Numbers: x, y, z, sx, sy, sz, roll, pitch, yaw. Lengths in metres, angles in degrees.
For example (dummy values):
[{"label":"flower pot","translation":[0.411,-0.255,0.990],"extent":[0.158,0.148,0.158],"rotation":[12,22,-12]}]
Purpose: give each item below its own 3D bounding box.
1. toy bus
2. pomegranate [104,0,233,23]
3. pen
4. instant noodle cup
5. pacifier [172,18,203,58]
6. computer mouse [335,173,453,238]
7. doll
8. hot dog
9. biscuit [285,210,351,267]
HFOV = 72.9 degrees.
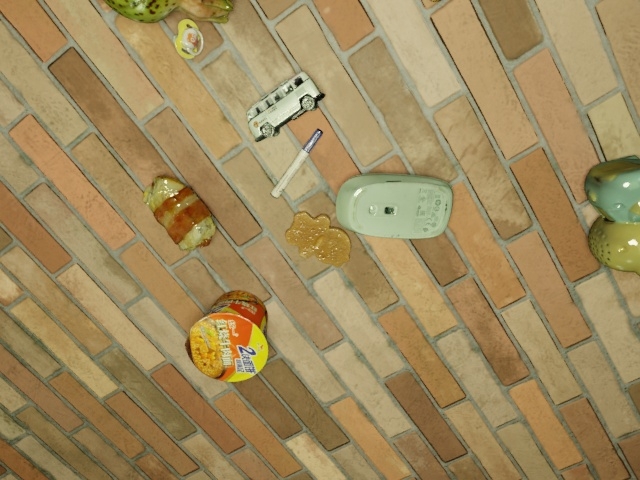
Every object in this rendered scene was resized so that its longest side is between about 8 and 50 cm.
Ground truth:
[{"label":"toy bus","translation":[-0.087,-0.308,1.003],"extent":[0.193,0.087,0.089],"rotation":[-31,100,14]},{"label":"pomegranate","translation":[-0.321,-0.547,0.881],"extent":[0.204,0.276,0.222],"rotation":[49,115,30]},{"label":"pen","translation":[-0.060,-0.190,1.078],"extent":[0.025,0.025,0.204],"rotation":[35,108,-11]},{"label":"instant noodle cup","translation":[-0.235,0.244,1.175],"extent":[0.213,0.174,0.213],"rotation":[0,111,1]},{"label":"pacifier","translation":[-0.304,-0.452,0.979],"extent":[0.064,0.068,0.083],"rotation":[15,95,32]},{"label":"computer mouse","translation":[0.179,-0.087,1.071],"extent":[0.288,0.097,0.160],"rotation":[0,110,-10]},{"label":"doll","translation":[0.719,-0.050,1.017],"extent":[0.161,0.177,0.261],"rotation":[-15,108,4]},{"label":"hot dog","translation":[-0.353,-0.072,1.102],"extent":[0.146,0.103,0.213],"rotation":[-25,100,34]},{"label":"biscuit","translation":[-0.001,-0.006,1.145],"extent":[0.184,0.027,0.134],"rotation":[16,110,-5]}]
